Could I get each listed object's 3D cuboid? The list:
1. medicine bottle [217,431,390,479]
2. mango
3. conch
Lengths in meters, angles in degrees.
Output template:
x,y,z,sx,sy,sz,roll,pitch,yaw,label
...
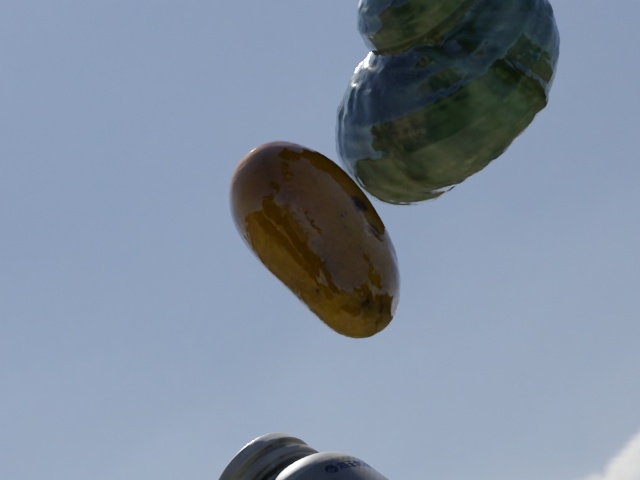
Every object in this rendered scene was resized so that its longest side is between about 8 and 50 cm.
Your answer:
x,y,z,sx,sy,sz,roll,pitch,yaw,label
0.022,0.196,1.056,0.107,0.191,0.107,-26,-49,-33,medicine bottle
0.001,-0.001,1.354,0.090,0.178,0.115,-52,-18,28,mango
0.101,-0.153,1.498,0.195,0.220,0.277,-34,-53,-27,conch
